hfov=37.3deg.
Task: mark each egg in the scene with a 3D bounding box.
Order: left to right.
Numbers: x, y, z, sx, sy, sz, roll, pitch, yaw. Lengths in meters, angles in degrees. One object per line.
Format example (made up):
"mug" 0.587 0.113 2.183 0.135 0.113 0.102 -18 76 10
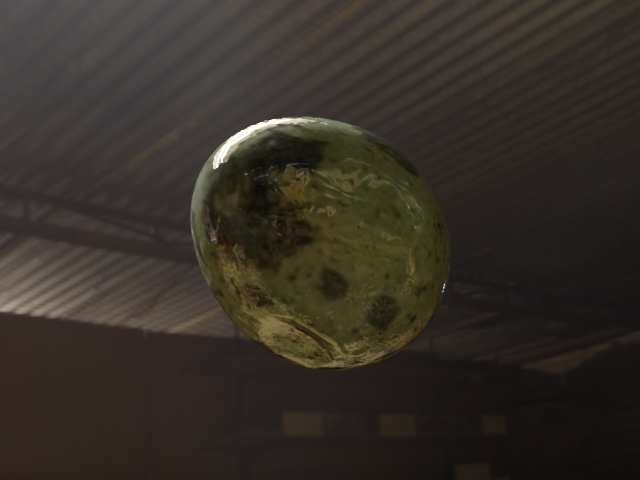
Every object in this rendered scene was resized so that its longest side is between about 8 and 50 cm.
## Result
"egg" 0.000 0.000 0.549 0.141 0.141 0.181 -16 -33 26
